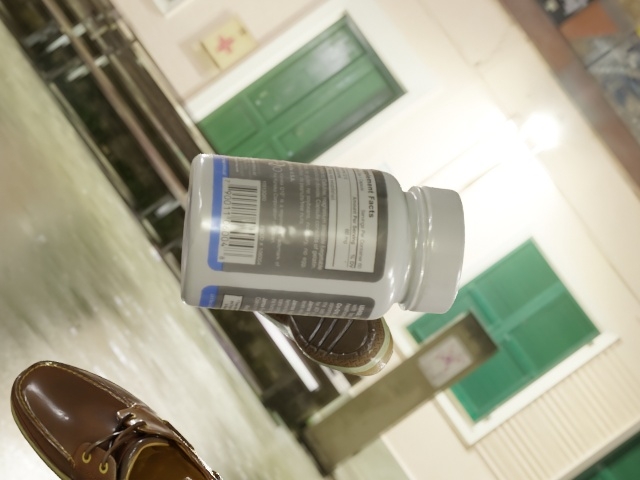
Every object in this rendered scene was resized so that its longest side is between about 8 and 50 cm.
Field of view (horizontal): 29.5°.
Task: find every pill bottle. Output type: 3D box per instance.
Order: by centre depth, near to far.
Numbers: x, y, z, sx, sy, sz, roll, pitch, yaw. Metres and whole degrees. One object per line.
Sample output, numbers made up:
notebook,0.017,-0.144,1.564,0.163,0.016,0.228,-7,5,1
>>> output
pill bottle,0.000,0.000,0.619,0.078,0.137,0.078,-175,-90,-81

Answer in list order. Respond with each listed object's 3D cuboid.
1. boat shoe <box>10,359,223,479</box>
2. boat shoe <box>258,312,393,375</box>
boat shoe,-0.104,0.122,0.684,0.178,0.064,0.060,37,-27,16
boat shoe,0.011,0.072,0.993,0.072,0.068,0.190,51,-9,-30
